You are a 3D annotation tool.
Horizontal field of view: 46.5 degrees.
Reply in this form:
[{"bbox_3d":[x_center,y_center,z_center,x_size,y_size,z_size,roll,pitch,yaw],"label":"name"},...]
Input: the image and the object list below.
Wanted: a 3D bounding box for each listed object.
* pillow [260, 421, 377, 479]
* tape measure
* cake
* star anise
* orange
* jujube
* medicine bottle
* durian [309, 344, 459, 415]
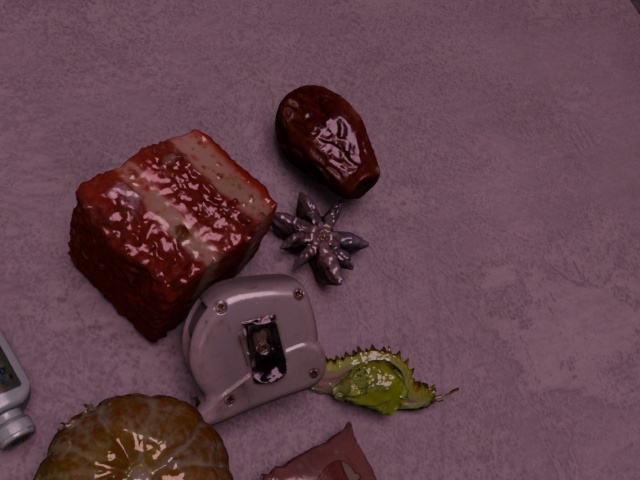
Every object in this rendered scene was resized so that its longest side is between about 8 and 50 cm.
[{"bbox_3d":[0.024,0.489,1.386,0.223,0.084,0.236,-21,77,-25],"label":"pillow"},{"bbox_3d":[-0.130,0.200,1.388,0.258,0.130,0.265,-17,107,-15],"label":"tape measure"},{"bbox_3d":[-0.281,-0.023,1.438,0.269,0.270,0.319,45,57,6],"label":"cake"},{"bbox_3d":[0.000,0.000,1.625,0.229,0.093,0.236,1,59,-20],"label":"star anise"},{"bbox_3d":[-0.300,0.411,1.218,0.329,0.249,0.329,5,62,-9],"label":"orange"},{"bbox_3d":[0.015,-0.222,1.691,0.197,0.197,0.290,-27,68,-29],"label":"jujube"},{"bbox_3d":[-0.579,0.252,1.297,0.121,0.083,0.229,-27,76,-32],"label":"medicine bottle"},{"bbox_3d":[0.113,0.285,1.514,0.375,0.107,0.132,14,65,-7],"label":"durian"}]
